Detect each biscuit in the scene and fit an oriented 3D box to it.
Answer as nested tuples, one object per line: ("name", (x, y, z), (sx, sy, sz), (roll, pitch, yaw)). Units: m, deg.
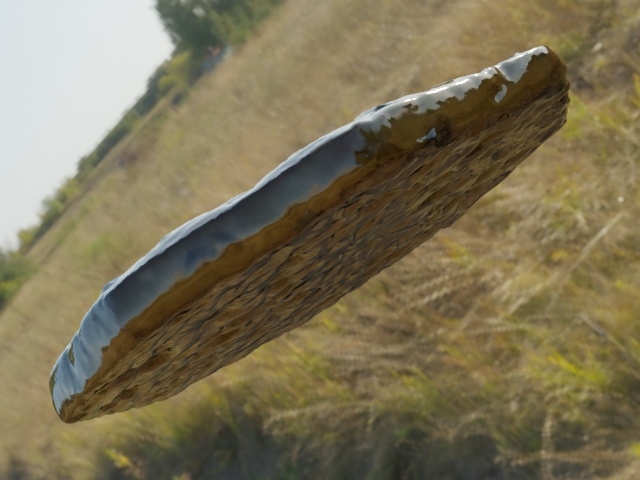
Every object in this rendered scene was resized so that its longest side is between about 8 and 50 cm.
("biscuit", (0.000, -0.001, 0.662), (0.359, 0.046, 0.359), (-32, -8, -5))
